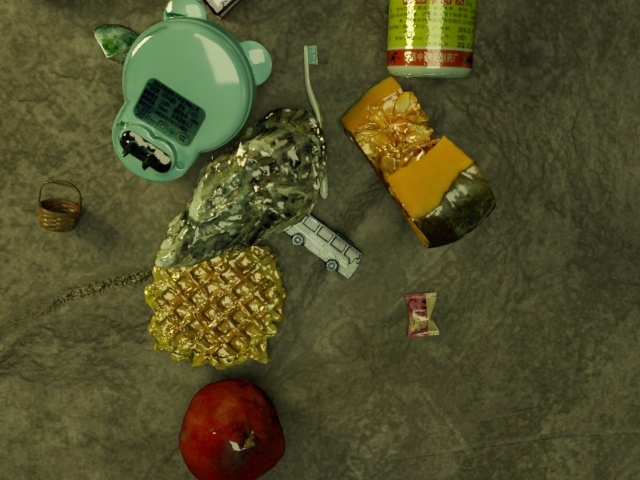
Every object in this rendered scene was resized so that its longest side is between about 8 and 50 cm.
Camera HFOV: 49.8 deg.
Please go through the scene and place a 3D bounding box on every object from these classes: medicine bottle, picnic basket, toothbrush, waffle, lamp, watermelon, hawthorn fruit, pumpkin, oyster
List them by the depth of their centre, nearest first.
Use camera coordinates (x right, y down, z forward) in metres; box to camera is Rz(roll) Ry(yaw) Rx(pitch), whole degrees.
[{"bbox_3d":[-0.222,-0.223,1.099,0.209,0.147,0.284,33,93,-6],"label":"lamp"},{"bbox_3d":[0.179,-0.374,1.102,0.139,0.139,0.226,1,102,-5],"label":"medicine bottle"},{"bbox_3d":[0.159,-0.123,1.129,0.139,0.190,0.281,-37,102,5],"label":"pumpkin"},{"bbox_3d":[-0.338,-0.319,1.130,0.085,0.085,0.061,7,131,-6],"label":"watermelon"},{"bbox_3d":[-0.128,-0.070,1.133,0.351,0.162,0.158,-41,146,-10],"label":"oyster"},{"bbox_3d":[-0.436,-0.062,1.157,0.071,0.072,0.083,12,114,-7],"label":"picnic basket"},{"bbox_3d":[-0.008,-0.201,1.186,0.026,0.022,0.263,-3,103,8],"label":"toothbrush"},{"bbox_3d":[-0.142,0.338,1.196,0.189,0.251,0.190,2,86,-27],"label":"hawthorn fruit"},{"bbox_3d":[-0.185,0.110,1.225,0.254,0.052,0.245,2,101,-4],"label":"waffle"}]

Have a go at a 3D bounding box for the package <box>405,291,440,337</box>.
[{"bbox_3d":[0.188,0.137,1.271,0.059,0.029,0.083,-5,92,4],"label":"package"}]

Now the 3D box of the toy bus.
[{"bbox_3d":[0.000,0.000,1.218,0.165,0.047,0.065,37,93,-10],"label":"toy bus"}]

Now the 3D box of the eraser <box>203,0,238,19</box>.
[{"bbox_3d":[-0.097,-0.491,1.082,0.287,0.086,0.130,-43,101,5],"label":"eraser"}]
